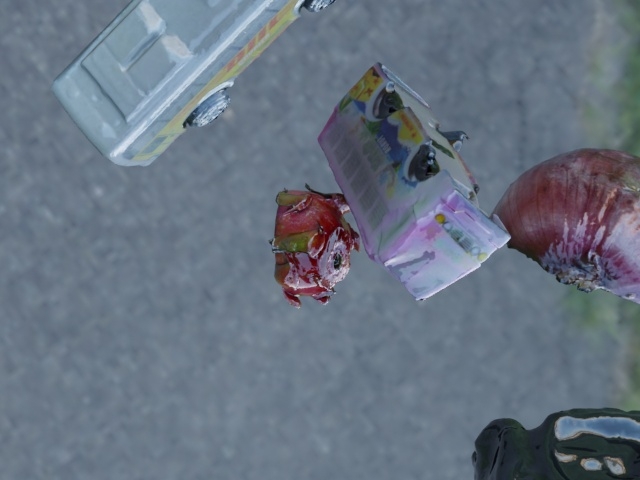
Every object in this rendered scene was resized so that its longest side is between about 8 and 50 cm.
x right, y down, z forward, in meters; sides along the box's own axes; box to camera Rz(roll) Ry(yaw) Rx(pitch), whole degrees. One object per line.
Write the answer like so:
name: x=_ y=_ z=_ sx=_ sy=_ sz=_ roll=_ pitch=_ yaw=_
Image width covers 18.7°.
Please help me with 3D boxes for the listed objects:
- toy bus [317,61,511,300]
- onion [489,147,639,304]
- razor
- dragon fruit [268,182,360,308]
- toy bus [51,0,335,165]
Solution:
toy bus: x=0.081 y=-0.056 z=1.766 sx=0.112 sy=0.274 sz=0.090 roll=-44 pitch=118 yaw=13
onion: x=0.302 y=-0.034 z=2.023 sx=0.283 sy=0.227 sz=0.120 roll=-57 pitch=170 yaw=-73
razor: x=0.156 y=0.249 z=1.332 sx=0.189 sy=0.107 sz=0.327 roll=6 pitch=135 yaw=-13
dragon fruit: x=-0.001 y=0.004 z=1.809 sx=0.068 sy=0.112 sz=0.126 roll=-3 pitch=-174 yaw=17
toy bus: x=-0.072 y=-0.160 z=1.343 sx=0.268 sy=0.092 sz=0.106 roll=-42 pitch=171 yaw=19
